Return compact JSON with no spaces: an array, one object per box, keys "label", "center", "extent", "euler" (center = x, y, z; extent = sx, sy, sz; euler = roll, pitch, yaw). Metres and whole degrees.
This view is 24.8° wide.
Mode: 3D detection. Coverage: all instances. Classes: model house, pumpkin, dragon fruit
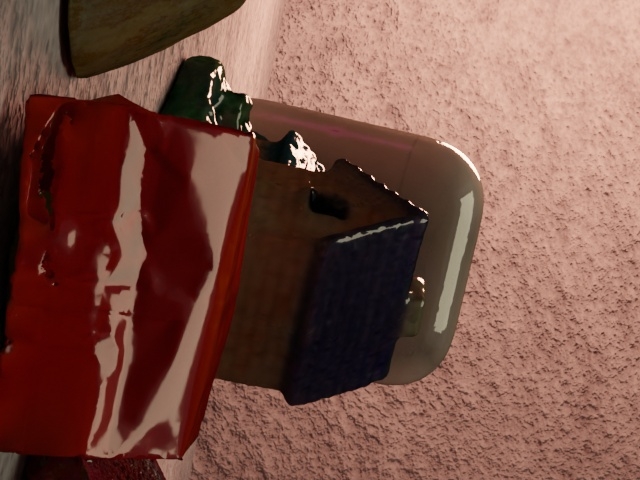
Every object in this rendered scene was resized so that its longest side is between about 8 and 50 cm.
[{"label":"model house","center":[-0.030,-0.007,1.424],"extent":[0.312,0.280,0.245],"euler":[-81,-178,-59]},{"label":"pumpkin","center":[-0.079,-0.197,0.874],"extent":[0.217,0.110,0.217],"euler":[-173,-90,-87]},{"label":"dragon fruit","center":[-0.175,0.199,1.035],"extent":[0.153,0.111,0.153],"euler":[62,7,-13]}]

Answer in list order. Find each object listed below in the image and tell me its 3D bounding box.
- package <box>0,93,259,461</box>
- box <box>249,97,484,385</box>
[{"label":"package","center":[-0.113,0.018,0.902],"extent":[0.423,0.123,0.196],"euler":[171,-71,-88]},{"label":"box","center":[0.000,0.000,1.668],"extent":[0.141,0.349,0.289],"euler":[-27,130,-75]}]
